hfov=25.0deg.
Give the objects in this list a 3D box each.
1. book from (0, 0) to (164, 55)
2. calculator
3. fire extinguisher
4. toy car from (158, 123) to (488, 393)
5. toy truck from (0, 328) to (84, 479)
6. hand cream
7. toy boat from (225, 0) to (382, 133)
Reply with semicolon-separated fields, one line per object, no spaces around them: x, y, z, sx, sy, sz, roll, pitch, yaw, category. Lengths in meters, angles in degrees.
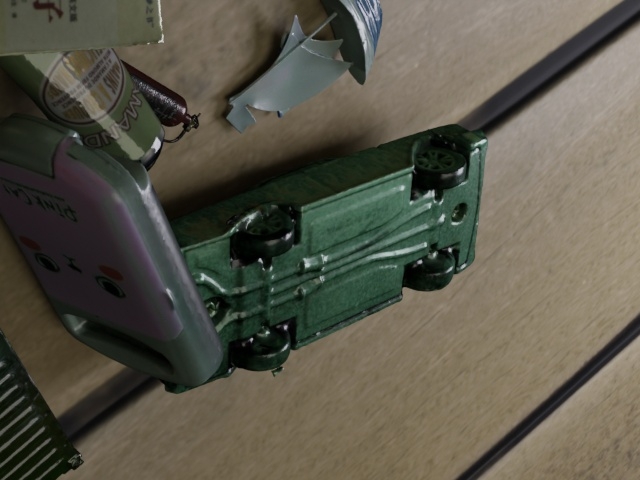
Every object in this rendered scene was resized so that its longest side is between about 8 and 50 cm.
-0.215;-0.197;0.808;0.289;0.026;0.201;-13;107;-40;book
-0.145;0.011;0.966;0.045;0.141;0.246;-52;144;-28;calculator
-0.122;-0.088;1.009;0.100;0.032;0.046;30;81;-45;fire extinguisher
0.000;0.000;1.143;0.320;0.097;0.141;-22;129;-34;toy car
-0.255;0.062;0.899;0.088;0.121;0.259;-41;139;-20;toy truck
-0.172;-0.123;0.909;0.086;0.055;0.235;-48;128;-19;hand cream
-0.002;-0.133;1.102;0.105;0.034;0.149;29;92;-49;toy boat
